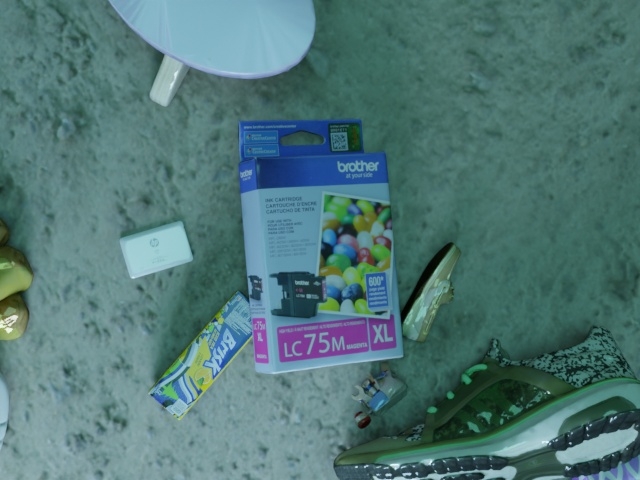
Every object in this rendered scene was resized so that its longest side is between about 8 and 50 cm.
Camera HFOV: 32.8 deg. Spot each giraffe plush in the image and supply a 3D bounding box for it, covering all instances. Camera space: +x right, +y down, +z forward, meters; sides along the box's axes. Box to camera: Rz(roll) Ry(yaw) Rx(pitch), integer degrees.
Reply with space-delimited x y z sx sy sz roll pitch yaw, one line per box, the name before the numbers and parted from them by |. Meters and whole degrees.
giraffe plush | -0.456 0.063 1.281 0.210 0.170 0.181 -29 90 -5

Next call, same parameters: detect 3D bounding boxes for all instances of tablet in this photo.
tablet | -0.209 0.011 1.384 0.083 0.006 0.054 -17 89 -5

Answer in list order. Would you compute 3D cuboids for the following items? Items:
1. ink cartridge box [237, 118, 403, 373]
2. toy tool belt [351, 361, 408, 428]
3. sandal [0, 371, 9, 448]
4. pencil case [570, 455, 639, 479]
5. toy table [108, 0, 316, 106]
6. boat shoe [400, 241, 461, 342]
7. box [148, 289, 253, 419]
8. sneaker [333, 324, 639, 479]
ink cartridge box | 0.000 0.000 1.344 0.185 0.065 0.311 -4 86 -27
toy tool belt | 0.067 0.195 1.381 0.083 0.052 0.051 -38 60 -8
sandal | -0.520 0.320 1.297 0.102 0.169 0.416 24 85 37
pencil case | 0.422 0.294 1.378 0.206 0.088 0.086 -11 92 -5
toy table | -0.139 -0.286 1.324 0.274 0.161 0.252 40 86 -1
boat shoe | 0.146 0.067 1.389 0.045 0.050 0.135 30 94 -8
box | -0.139 0.141 1.357 0.054 0.059 0.169 42 85 -2
sneaker | 0.213 0.218 1.363 0.410 0.158 0.182 -15 47 7
